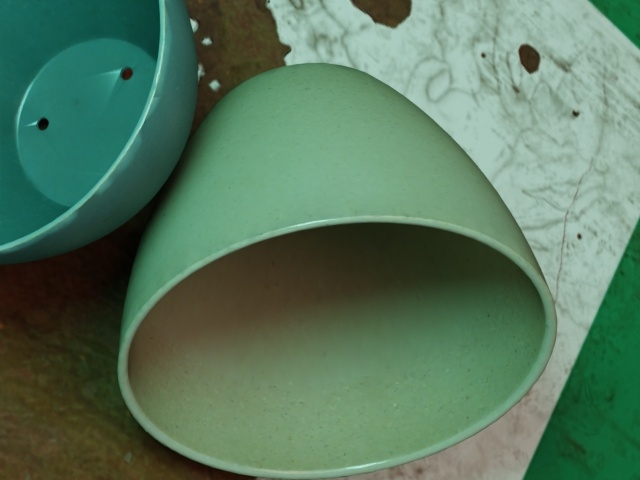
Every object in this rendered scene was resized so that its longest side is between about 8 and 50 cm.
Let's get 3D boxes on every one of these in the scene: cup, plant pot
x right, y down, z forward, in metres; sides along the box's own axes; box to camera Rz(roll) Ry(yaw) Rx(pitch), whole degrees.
[{"bbox_3d":[0.000,0.000,1.435,0.331,0.331,0.237,18,44,-30],"label":"cup"},{"bbox_3d":[-0.207,-0.109,1.339,0.195,0.290,0.290,32,58,-67],"label":"plant pot"}]
